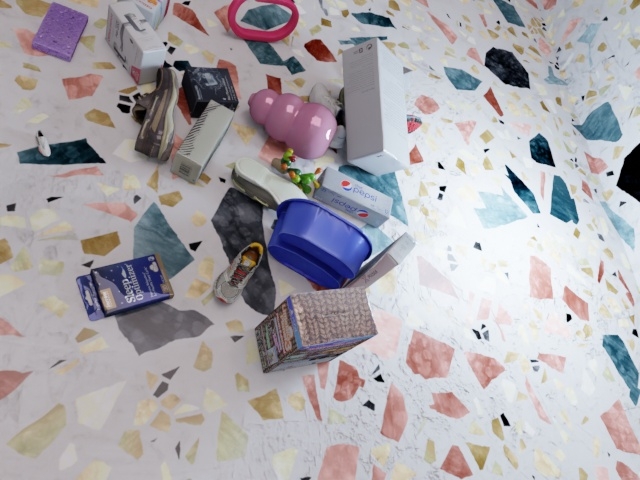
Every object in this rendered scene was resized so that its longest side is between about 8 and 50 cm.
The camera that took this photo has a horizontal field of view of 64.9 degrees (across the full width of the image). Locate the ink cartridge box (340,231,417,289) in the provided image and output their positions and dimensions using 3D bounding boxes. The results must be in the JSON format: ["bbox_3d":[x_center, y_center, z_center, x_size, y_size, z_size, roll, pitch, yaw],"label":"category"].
[{"bbox_3d":[0.160,0.110,1.609,0.060,0.275,0.239,46,53,1],"label":"ink cartridge box"}]

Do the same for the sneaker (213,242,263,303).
[{"bbox_3d":[-0.245,0.090,1.515,0.088,0.093,0.225,32,54,-9],"label":"sneaker"}]

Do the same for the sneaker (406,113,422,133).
[{"bbox_3d":[0.325,-0.542,2.173,0.261,0.104,0.125,2,61,-28],"label":"sneaker"}]

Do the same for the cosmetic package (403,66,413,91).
[{"bbox_3d":[0.283,-0.695,2.212,0.127,0.107,0.238,32,43,29],"label":"cosmetic package"}]

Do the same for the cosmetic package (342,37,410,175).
[{"bbox_3d":[0.215,-0.504,1.939,0.230,0.161,0.453,15,69,-54],"label":"cosmetic package"}]

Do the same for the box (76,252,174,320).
[{"bbox_3d":[-0.532,0.125,1.378,0.225,0.036,0.136,-16,72,-33],"label":"box"}]

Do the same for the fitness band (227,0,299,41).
[{"bbox_3d":[-0.226,-0.889,2.000,0.290,0.209,0.054,-6,64,-32],"label":"fitness band"}]

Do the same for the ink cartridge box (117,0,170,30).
[{"bbox_3d":[-0.634,-0.845,1.805,0.128,0.127,0.176,26,55,-14],"label":"ink cartridge box"}]

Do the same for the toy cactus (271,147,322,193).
[{"bbox_3d":[-0.096,-0.252,1.756,0.180,0.219,0.112,31,86,33],"label":"toy cactus"}]

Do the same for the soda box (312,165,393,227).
[{"bbox_3d":[0.120,-0.156,1.852,0.286,0.091,0.098,24,56,-15],"label":"soda box"}]

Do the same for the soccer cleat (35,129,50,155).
[{"bbox_3d":[-0.804,-0.282,1.456,0.029,0.035,0.083,-16,72,-34],"label":"soccer cleat"}]

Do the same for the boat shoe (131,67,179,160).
[{"bbox_3d":[-0.535,-0.425,1.623,0.130,0.132,0.355,8,59,-25],"label":"boat shoe"}]

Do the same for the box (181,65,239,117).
[{"bbox_3d":[-0.391,-0.522,1.780,0.158,0.093,0.156,-9,68,-31],"label":"box"}]

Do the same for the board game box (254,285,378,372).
[{"bbox_3d":[-0.022,0.255,1.419,0.232,0.291,0.141,-3,65,-30],"label":"board game box"}]

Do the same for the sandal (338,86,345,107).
[{"bbox_3d":[0.164,-0.518,2.081,0.120,0.086,0.303,-3,65,-30],"label":"sandal"}]

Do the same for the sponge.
[{"bbox_3d":[-0.855,-0.691,1.660,0.117,0.031,0.210,16,57,-20],"label":"sponge"}]

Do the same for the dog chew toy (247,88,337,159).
[{"bbox_3d":[-0.109,-0.435,1.827,0.332,0.206,0.207,28,53,-2],"label":"dog chew toy"}]

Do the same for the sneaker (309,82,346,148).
[{"bbox_3d":[0.047,-0.510,1.988,0.111,0.129,0.297,-10,67,-30],"label":"sneaker"}]

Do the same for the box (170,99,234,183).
[{"bbox_3d":[-0.387,-0.328,1.662,0.094,0.113,0.275,27,53,-11],"label":"box"}]

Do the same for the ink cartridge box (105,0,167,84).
[{"bbox_3d":[-0.623,-0.663,1.690,0.092,0.158,0.218,-28,79,-36],"label":"ink cartridge box"}]

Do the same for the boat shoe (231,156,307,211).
[{"bbox_3d":[-0.166,-0.161,1.701,0.305,0.091,0.109,36,51,-7],"label":"boat shoe"}]

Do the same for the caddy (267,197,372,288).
[{"bbox_3d":[0.000,0.000,1.608,0.341,0.241,0.179,31,58,-10],"label":"caddy"}]
